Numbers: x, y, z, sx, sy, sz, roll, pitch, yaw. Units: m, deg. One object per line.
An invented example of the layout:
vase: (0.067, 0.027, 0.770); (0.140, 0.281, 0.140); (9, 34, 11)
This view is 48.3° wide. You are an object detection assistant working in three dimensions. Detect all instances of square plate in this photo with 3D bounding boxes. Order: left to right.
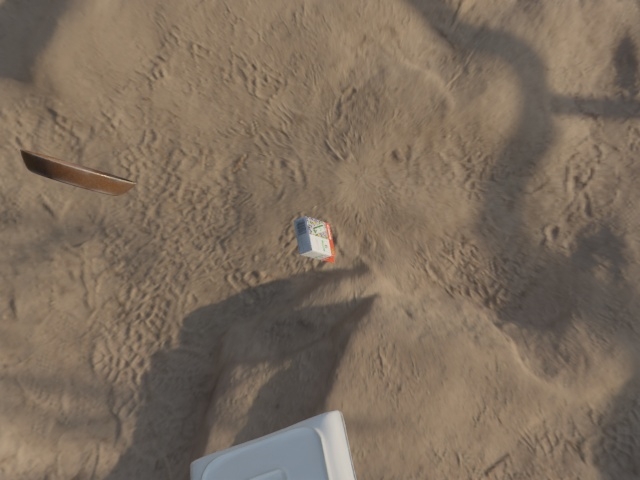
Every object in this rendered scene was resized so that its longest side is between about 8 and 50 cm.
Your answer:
square plate: (-0.096, 0.503, 1.375); (0.347, 0.344, 0.049); (-21, 126, 4)

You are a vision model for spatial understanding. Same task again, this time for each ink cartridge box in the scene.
ink cartridge box: (0.000, 0.000, 1.225); (0.029, 0.115, 0.063); (-20, 71, 28)

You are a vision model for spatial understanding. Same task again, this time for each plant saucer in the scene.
plant saucer: (-0.356, -0.096, 1.048); (0.168, 0.168, 0.029); (16, 92, 2)
